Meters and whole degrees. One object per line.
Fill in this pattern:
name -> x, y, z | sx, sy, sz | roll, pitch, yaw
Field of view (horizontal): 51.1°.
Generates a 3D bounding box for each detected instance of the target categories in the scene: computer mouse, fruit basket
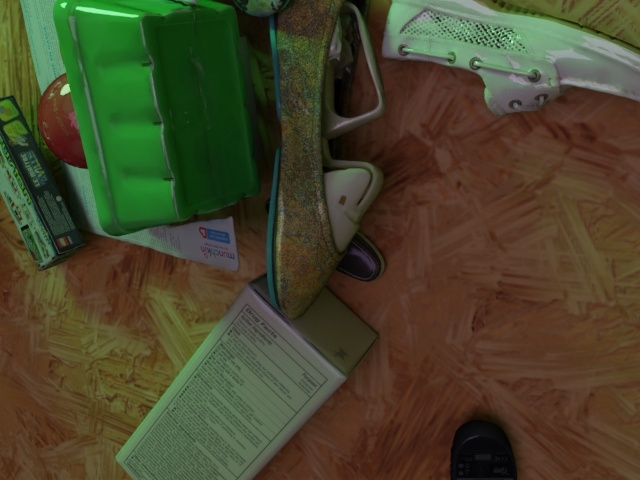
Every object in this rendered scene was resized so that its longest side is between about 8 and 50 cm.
computer mouse -> 0.178, 0.304, 0.751 | 0.071, 0.041, 0.242 | 0, 108, 6
fruit basket -> -0.216, -0.148, 0.738 | 0.353, 0.165, 0.327 | 14, 118, 48

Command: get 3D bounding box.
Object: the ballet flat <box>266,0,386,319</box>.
ballet flat -> 0.008, -0.097, 0.655 | 0.123, 0.123, 0.349 | -2, 86, 23

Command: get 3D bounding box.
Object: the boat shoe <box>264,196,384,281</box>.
boat shoe -> 0.000, 0.000, 0.741 | 0.152, 0.049, 0.056 | 33, 113, 12

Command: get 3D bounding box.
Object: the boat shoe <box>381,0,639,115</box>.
boat shoe -> 0.182, -0.158, 0.607 | 0.277, 0.098, 0.096 | 27, 112, 25

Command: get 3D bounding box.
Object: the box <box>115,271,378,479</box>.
box -> -0.089, 0.186, 0.783 | 0.148, 0.121, 0.311 | 44, 114, 8

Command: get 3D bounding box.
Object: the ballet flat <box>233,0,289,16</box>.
ballet flat -> -0.090, -0.277, 0.655 | 0.070, 0.070, 0.188 | -58, 42, 23

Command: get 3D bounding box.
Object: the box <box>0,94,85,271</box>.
box -> -0.381, -0.069, 0.866 | 0.114, 0.036, 0.207 | -21, 94, 52
